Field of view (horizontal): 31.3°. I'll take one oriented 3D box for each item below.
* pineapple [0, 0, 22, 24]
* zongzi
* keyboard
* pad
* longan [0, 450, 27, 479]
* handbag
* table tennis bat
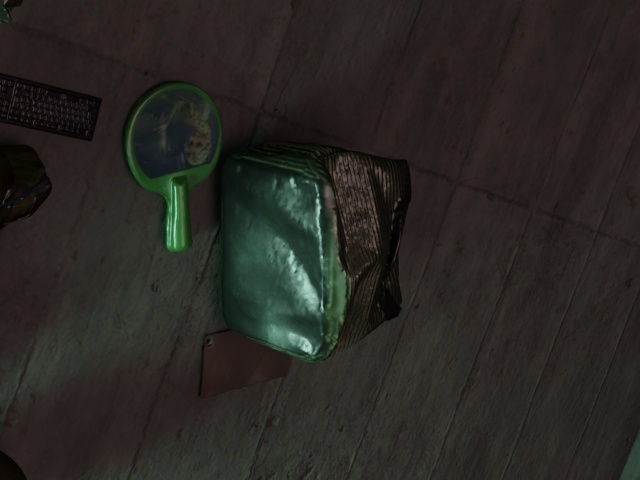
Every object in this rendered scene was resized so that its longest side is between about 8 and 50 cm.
[{"bbox_3d":[-0.409,-0.284,1.240,0.158,0.278,0.158,-20,121,-39],"label":"pineapple"},{"bbox_3d":[-0.457,-0.006,1.440,0.221,0.112,0.242,-7,121,-41],"label":"zongzi"},{"bbox_3d":[-0.378,-0.177,1.500,0.198,0.010,0.064,10,99,-44],"label":"keyboard"},{"bbox_3d":[-0.121,0.192,1.894,0.187,0.006,0.113,-10,113,-41],"label":"pad"},{"bbox_3d":[-0.477,0.359,1.540,0.167,0.167,0.187,-50,146,-14],"label":"longan"},{"bbox_3d":[0.000,0.000,1.769,0.240,0.247,0.341,-22,120,-47],"label":"handbag"},{"bbox_3d":[-0.211,-0.105,1.666,0.160,0.039,0.257,-14,115,-35],"label":"table tennis bat"}]
